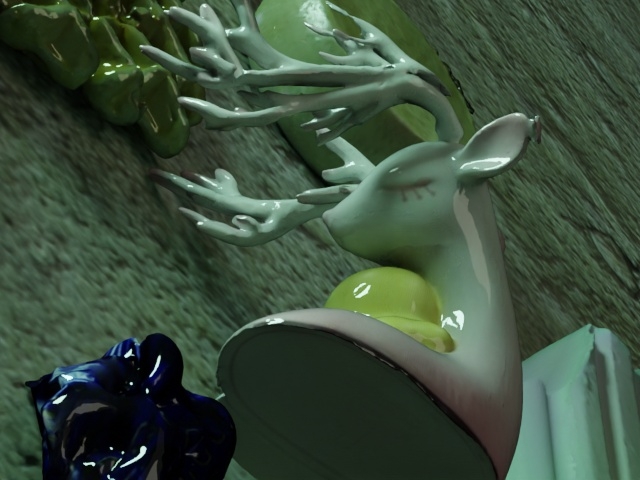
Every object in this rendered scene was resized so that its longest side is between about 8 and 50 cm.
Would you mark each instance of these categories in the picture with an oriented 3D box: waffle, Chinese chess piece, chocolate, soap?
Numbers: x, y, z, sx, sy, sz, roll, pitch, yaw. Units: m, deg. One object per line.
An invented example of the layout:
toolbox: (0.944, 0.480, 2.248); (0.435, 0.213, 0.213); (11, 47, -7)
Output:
waffle: (-0.189, -0.210, 1.413); (0.309, 0.056, 0.292); (38, 27, -32)
Chinese chess piece: (0.038, -0.126, 1.698); (0.238, 0.092, 0.238); (42, 24, -24)
chocolate: (-0.107, 0.142, 1.009); (0.148, 0.126, 0.343); (14, 17, 2)
soap: (0.215, 0.216, 1.517); (0.208, 0.115, 0.347); (45, 23, -23)

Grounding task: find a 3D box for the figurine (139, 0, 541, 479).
figurine: (0.006, -0.009, 1.233); (0.284, 0.206, 0.316); (14, 41, 5)
